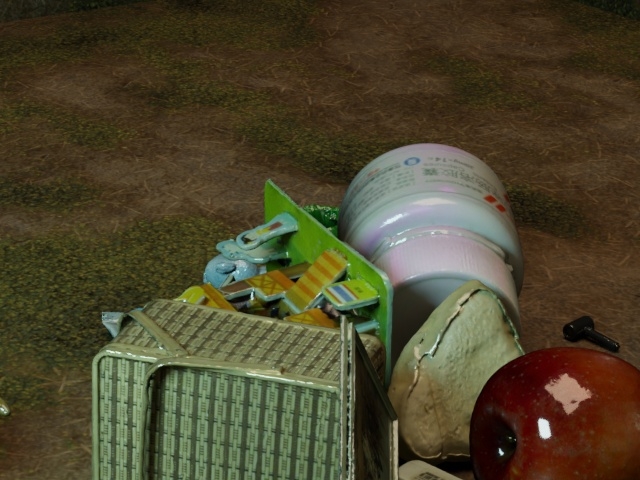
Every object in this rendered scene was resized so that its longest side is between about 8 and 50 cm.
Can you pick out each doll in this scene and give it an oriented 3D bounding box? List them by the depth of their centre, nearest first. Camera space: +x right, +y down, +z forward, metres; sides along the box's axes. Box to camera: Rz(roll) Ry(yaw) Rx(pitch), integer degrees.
[{"bbox_3d":[-0.086,0.072,2.376,0.179,0.075,0.120,20,-18,-9],"label":"doll"}]

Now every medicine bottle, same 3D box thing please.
[{"bbox_3d":[0.152,0.041,2.217,0.256,0.256,0.325,2,30,-2],"label":"medicine bottle"}]

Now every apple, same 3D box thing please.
[{"bbox_3d":[0.282,0.228,1.837,0.201,0.218,0.218,9,17,-30],"label":"apple"}]

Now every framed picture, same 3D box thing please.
[{"bbox_3d":[0.053,0.242,1.655,0.017,0.217,0.274,-9,53,13],"label":"framed picture"}]

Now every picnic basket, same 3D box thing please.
[{"bbox_3d":[-0.101,0.214,1.816,0.313,0.228,0.175,9,21,13],"label":"picnic basket"}]

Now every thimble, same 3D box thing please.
[{"bbox_3d":[0.000,0.000,2.511,0.130,0.090,0.118,-12,25,-31],"label":"thimble"}]

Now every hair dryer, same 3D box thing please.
[{"bbox_3d":[0.392,0.138,2.317,0.047,0.026,0.083,-21,40,-40],"label":"hair dryer"}]

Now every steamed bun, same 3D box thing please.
[{"bbox_3d":[0.158,0.184,2.003,0.212,0.231,0.110,-25,6,-23],"label":"steamed bun"}]

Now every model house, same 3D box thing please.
[{"bbox_3d":[-0.119,0.104,2.055,0.313,0.242,0.357,-13,33,-25],"label":"model house"}]

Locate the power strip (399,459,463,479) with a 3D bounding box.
[{"bbox_3d":[0.200,0.332,1.726,0.338,0.098,0.058,20,23,35],"label":"power strip"}]

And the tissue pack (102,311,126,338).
[{"bbox_3d":[-0.220,0.144,2.220,0.122,0.026,0.193,-5,26,-21],"label":"tissue pack"}]

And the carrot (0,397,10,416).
[{"bbox_3d":[-0.417,0.135,1.760,0.254,0.049,0.049,27,32,35],"label":"carrot"}]
